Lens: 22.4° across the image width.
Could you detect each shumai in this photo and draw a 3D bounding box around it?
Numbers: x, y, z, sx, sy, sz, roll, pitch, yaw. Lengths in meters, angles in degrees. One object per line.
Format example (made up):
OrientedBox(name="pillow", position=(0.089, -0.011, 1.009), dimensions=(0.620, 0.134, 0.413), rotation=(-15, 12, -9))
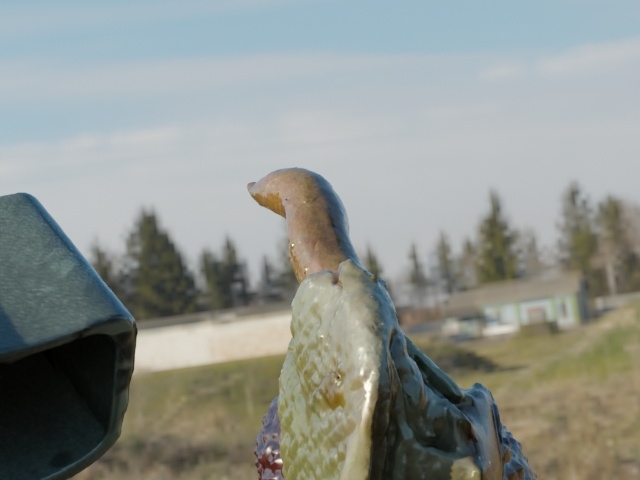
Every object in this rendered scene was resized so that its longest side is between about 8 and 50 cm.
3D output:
OrientedBox(name="shumai", position=(0.047, 0.112, 1.009), dimensions=(0.120, 0.201, 0.201), rotation=(1, -6, -16))

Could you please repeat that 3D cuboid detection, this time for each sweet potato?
OrientedBox(name="sweet potato", position=(0.000, 0.000, 1.309), dimensions=(0.059, 0.067, 0.281), rotation=(-1, 32, -17))

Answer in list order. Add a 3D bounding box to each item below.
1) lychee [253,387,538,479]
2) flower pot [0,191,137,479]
OrientedBox(name="lychee", position=(0.057, 0.219, 1.313), dimensions=(0.261, 0.260, 0.260), rotation=(-8, -4, -1))
OrientedBox(name="flower pot", position=(-0.200, 0.050, 0.671), dimensions=(0.229, 0.103, 0.108), rotation=(-3, 35, -35))
